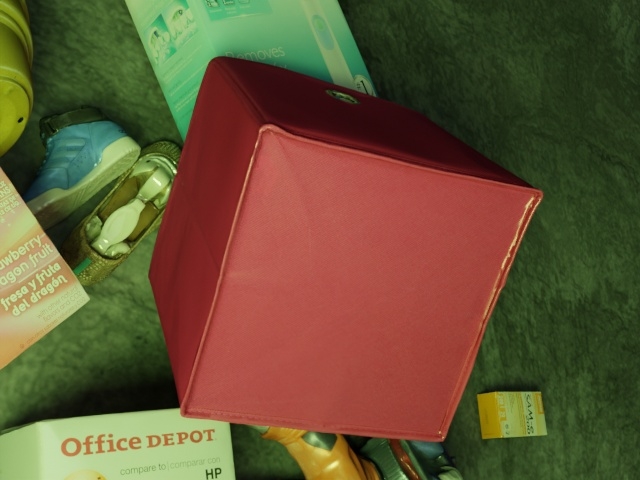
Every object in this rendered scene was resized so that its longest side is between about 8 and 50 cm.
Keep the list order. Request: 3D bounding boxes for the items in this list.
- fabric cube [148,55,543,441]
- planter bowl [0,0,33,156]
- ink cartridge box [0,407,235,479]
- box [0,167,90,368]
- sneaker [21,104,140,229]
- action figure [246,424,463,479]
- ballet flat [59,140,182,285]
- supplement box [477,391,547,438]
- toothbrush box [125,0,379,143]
[{"bbox_3d":[0.000,0.000,0.771,0.254,0.258,0.259,12,108,-20],"label":"fabric cube"},{"bbox_3d":[-0.308,-0.118,0.677,0.090,0.217,0.217,43,47,16],"label":"planter bowl"},{"bbox_3d":[-0.175,0.266,0.687,0.171,0.168,0.233,4,71,-37],"label":"ink cartridge box"},{"bbox_3d":[-0.351,0.080,0.615,0.300,0.154,0.142,-43,110,-39],"label":"box"},{"bbox_3d":[-0.263,-0.076,0.817,0.084,0.058,0.152,45,68,8],"label":"sneaker"},{"bbox_3d":[0.016,0.229,0.903,0.330,0.178,0.341,17,34,-40],"label":"action figure"},{"bbox_3d":[-0.188,-0.037,0.852,0.073,0.067,0.206,41,53,-18],"label":"ballet flat"},{"bbox_3d":[0.265,0.241,1.135,0.098,0.036,0.062,7,71,-37],"label":"supplement box"},{"bbox_3d":[-0.085,-0.244,0.971,0.216,0.126,0.296,-20,86,-41],"label":"toothbrush box"}]
